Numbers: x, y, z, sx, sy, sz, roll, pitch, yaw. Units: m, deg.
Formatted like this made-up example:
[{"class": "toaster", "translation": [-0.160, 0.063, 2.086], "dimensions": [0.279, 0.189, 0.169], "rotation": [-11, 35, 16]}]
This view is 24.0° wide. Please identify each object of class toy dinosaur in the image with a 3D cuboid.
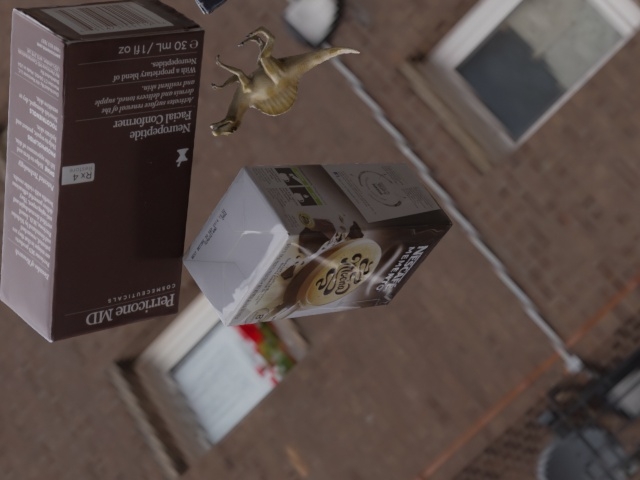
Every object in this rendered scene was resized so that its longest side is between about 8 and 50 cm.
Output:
[{"class": "toy dinosaur", "translation": [-0.053, -0.186, 1.652], "dimensions": [0.093, 0.183, 0.053], "rotation": [56, -175, -5]}]

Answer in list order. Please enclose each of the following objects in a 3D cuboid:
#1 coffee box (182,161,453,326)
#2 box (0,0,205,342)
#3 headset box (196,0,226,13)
[{"class": "coffee box", "translation": [0.000, 0.000, 1.895], "dimensions": [0.297, 0.168, 0.119], "rotation": [-5, -129, -45]}, {"class": "box", "translation": [-0.266, -0.087, 1.810], "dimensions": [0.191, 0.381, 0.143], "rotation": [-13, -148, -37]}, {"class": "headset box", "translation": [-0.026, -0.340, 1.321], "dimensions": [0.131, 0.283, 0.246], "rotation": [53, -164, -14]}]
